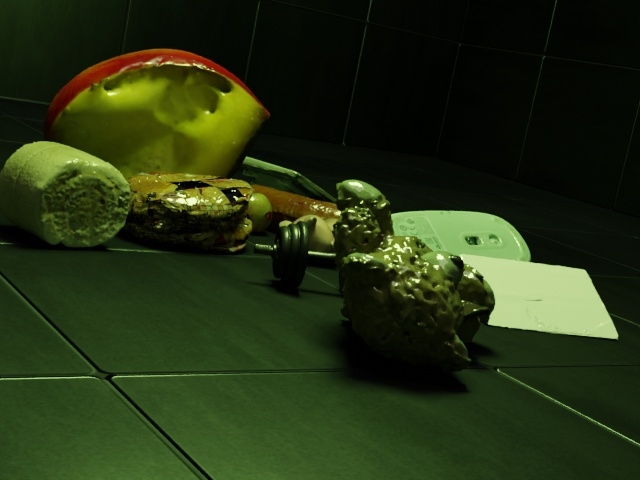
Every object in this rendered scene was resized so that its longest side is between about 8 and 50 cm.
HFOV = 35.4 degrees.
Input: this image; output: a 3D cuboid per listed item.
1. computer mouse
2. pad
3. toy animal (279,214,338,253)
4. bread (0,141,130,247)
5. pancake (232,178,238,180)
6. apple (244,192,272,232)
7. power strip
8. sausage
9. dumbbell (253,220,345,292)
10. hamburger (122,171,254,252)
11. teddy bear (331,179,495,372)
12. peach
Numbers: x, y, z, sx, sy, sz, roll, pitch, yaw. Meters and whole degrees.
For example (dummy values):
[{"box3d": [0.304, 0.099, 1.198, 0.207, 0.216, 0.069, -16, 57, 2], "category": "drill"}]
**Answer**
[{"box3d": [0.209, 0.032, 1.602, 0.288, 0.097, 0.159, -3, 49, -28], "category": "computer mouse"}, {"box3d": [0.330, 0.083, 1.521, 0.232, 0.004, 0.156, 8, 40, -18], "category": "pad"}, {"box3d": [-0.001, -0.006, 1.654, 0.150, 0.083, 0.089, 13, 47, -54], "category": "toy animal"}, {"box3d": [-0.370, -0.067, 1.443, 0.148, 0.134, 0.141, -12, 23, -40], "category": "bread"}, {"box3d": [-0.255, -0.126, 2.135, 0.197, 0.054, 0.376, 12, 11, -22], "category": "pancake"}, {"box3d": [-0.125, -0.052, 1.795, 0.084, 0.071, 0.084, 11, 10, -2], "category": "apple"}, {"box3d": [-0.094, -0.112, 2.166, 0.198, 0.065, 0.213, 15, -9, 29], "category": "power strip"}, {"box3d": [-0.013, -0.040, 1.836, 0.302, 0.076, 0.103, 16, 12, 24], "category": "sausage"}, {"box3d": [0.007, 0.025, 1.437, 0.208, 0.099, 0.099, 8, 11, -12], "category": "dumbbell"}, {"box3d": [-0.219, -0.051, 1.614, 0.230, 0.107, 0.231, 8, 17, -2], "category": "hamburger"}, {"box3d": [0.098, 0.058, 1.205, 0.267, 0.156, 0.256, 40, 3, -8], "category": "teddy bear"}, {"box3d": [-0.291, -0.191, 1.776, 0.380, 0.306, 0.242, 3, 19, -13], "category": "peach"}]
